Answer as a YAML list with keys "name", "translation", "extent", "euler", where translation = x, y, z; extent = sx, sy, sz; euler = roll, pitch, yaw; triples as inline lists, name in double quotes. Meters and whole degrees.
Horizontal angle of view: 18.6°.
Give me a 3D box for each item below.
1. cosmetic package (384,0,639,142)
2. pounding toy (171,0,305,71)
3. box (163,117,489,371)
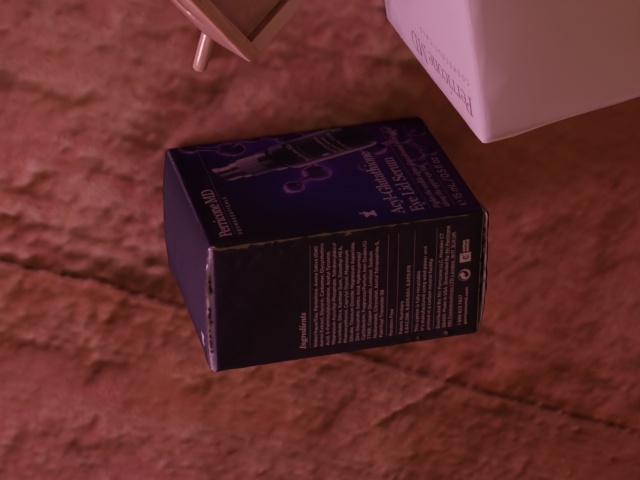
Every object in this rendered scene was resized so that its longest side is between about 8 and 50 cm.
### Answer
- name: "cosmetic package"
  translation: [0.114, -0.286, 1.262]
  extent: [0.156, 0.217, 0.385]
  euler: [-16, 122, -9]
- name: "pounding toy"
  translation: [-0.064, -0.192, 1.341]
  extent: [0.130, 0.100, 0.141]
  euler: [-49, 126, -4]
- name: "box"
  translation: [0.000, 0.000, 1.432]
  extent: [0.207, 0.153, 0.108]
  euler: [-8, 122, -15]
